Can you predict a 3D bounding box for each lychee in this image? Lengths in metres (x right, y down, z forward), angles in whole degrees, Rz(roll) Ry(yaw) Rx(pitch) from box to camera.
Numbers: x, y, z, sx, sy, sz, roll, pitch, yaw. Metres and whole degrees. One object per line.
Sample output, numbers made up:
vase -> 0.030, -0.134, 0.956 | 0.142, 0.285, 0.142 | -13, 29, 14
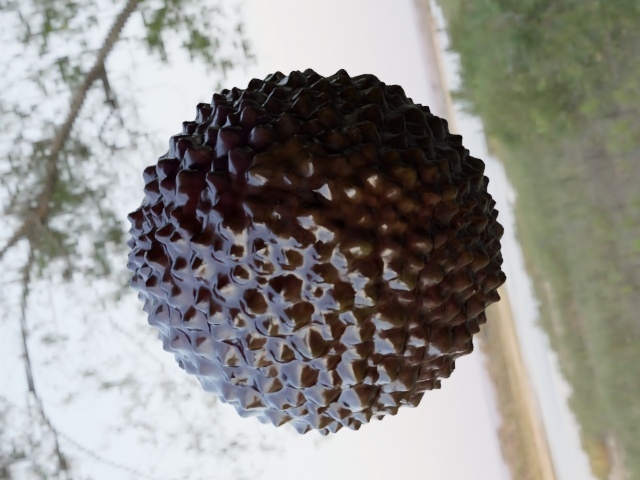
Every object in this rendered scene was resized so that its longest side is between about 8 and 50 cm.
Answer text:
lychee -> 0.000, 0.000, 0.842 | 0.271, 0.271, 0.271 | -12, -90, -84
